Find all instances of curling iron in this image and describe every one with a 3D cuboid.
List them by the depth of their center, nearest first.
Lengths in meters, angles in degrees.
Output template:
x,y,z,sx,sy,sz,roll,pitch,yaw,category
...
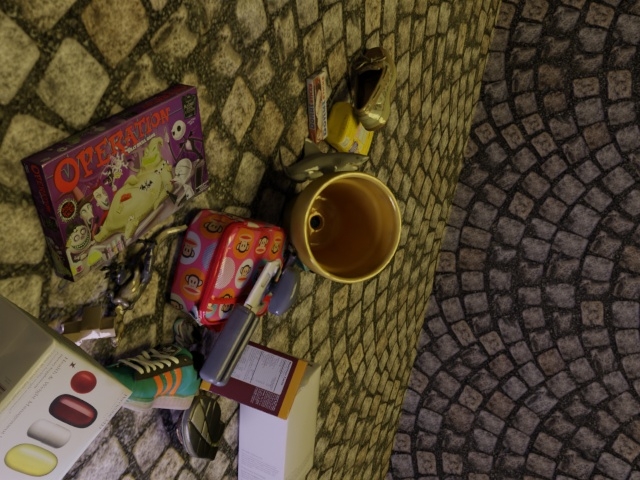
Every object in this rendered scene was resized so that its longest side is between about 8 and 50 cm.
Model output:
x,y,z,sx,sy,sz,roll,pitch,yaw,category
-0.092,0.098,1.534,0.274,0.035,0.068,121,-23,-54,curling iron

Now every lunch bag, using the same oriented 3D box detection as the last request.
x,y,z,sx,sy,sz,roll,pitch,yaw,category
-0.193,0.074,1.357,0.293,0.120,0.258,6,103,-67,lunch bag

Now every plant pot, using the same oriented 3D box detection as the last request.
x,y,z,sx,sy,sz,roll,pitch,yaw,category
0.027,-0.039,1.524,0.254,0.239,0.253,-3,97,-24,plant pot

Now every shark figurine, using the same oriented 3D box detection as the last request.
x,y,z,sx,sy,sz,roll,pitch,yaw,category
-0.032,-0.202,1.590,0.278,0.166,0.116,-16,94,-43,shark figurine

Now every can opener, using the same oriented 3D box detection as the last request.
x,y,z,sx,sy,sz,roll,pitch,yaw,category
-0.136,0.171,1.293,0.283,0.095,0.076,-63,158,-13,can opener

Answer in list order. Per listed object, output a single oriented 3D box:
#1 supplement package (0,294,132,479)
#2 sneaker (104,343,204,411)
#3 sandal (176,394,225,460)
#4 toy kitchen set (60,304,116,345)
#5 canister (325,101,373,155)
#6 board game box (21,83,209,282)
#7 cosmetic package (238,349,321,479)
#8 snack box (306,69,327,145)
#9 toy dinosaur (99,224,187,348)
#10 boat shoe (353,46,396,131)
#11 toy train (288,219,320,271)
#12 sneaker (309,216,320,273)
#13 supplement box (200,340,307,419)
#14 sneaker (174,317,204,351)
x,y,z,sx,sy,sz,roll,pitch,yaw,category
-0.413,0.217,0.871,0.194,0.149,0.203,-53,150,-17,supplement package
-0.316,0.244,1.189,0.120,0.108,0.302,-68,160,-6,sneaker
-0.279,0.429,1.430,0.302,0.086,0.120,94,16,-60,sandal
-0.379,0.158,1.056,0.068,0.083,0.075,-115,-158,-57,toy kitchen set
0.078,-0.298,1.761,0.170,0.074,0.126,27,79,-64,canister
-0.315,-0.107,1.056,0.347,0.056,0.208,-46,140,-46,board game box
-0.112,0.514,1.747,0.197,0.155,0.365,-36,135,-56,cosmetic package
-0.008,-0.334,1.611,0.064,0.022,0.178,-50,146,-45,snack box
-0.321,0.052,1.121,0.118,0.064,0.268,91,23,-63,toy dinosaur
0.142,-0.432,1.731,0.089,0.105,0.285,40,43,-44,boat shoe
0.000,0.000,1.701,0.184,0.080,0.105,-29,121,-19,toy train
0.010,-0.014,1.776,0.118,0.083,0.221,-43,139,-42,sneaker
-0.146,0.297,1.414,0.191,0.194,0.129,118,-6,-78,supplement box
-0.268,0.211,1.322,0.038,0.069,0.098,-45,143,-47,sneaker
